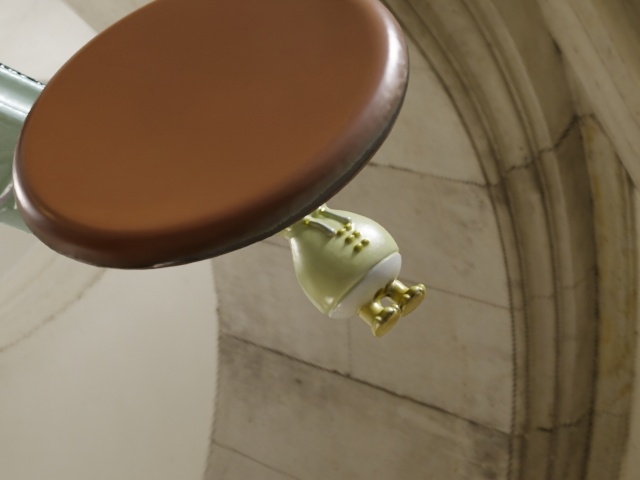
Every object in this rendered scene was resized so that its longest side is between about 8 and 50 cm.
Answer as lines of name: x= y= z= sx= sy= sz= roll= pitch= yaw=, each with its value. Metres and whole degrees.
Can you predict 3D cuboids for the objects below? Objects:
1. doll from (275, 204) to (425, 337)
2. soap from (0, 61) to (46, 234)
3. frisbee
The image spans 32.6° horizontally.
doll: x=0.003 y=-0.006 z=1.406 sx=0.141 sy=0.117 sz=0.296 roll=-39 pitch=-97 yaw=-27
soap: x=-0.297 y=-0.080 z=1.168 sx=0.150 sy=0.261 sz=0.094 roll=-37 pitch=-132 yaw=30
frisbee: x=-0.070 y=-0.083 z=0.649 sx=0.250 sy=0.021 sz=0.251 roll=-12 pitch=-135 yaw=13
